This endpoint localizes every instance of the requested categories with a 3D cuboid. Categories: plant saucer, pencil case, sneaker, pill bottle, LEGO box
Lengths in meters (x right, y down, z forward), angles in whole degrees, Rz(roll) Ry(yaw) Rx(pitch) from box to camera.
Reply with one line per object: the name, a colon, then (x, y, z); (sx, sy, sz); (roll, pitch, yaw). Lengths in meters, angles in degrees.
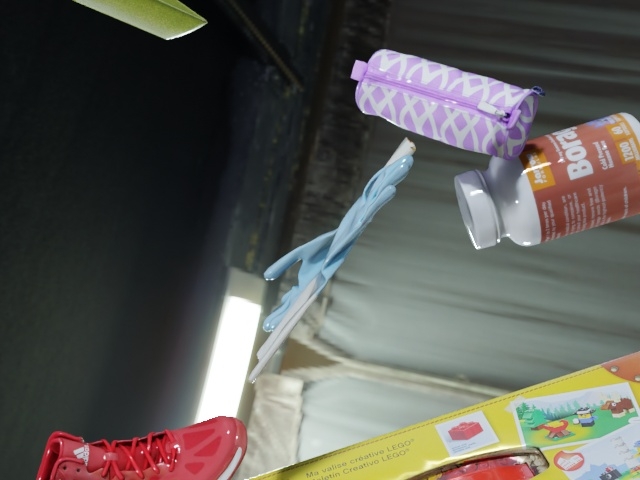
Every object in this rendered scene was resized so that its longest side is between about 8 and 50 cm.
plant saucer: (-0.260, -0.311, 1.304); (0.188, 0.188, 0.045); (18, -75, -36)
pencil case: (0.141, -0.153, 1.171); (0.088, 0.206, 0.086); (-4, -69, -62)
sneaker: (-0.188, 0.224, 1.032); (0.128, 0.221, 0.087); (49, -171, -37)
pill bottle: (0.273, -0.063, 1.220); (0.121, 0.216, 0.121); (-17, -90, -89)
LEGO box: (0.148, 0.368, 1.024); (0.193, 0.500, 0.373); (-117, 12, -56)

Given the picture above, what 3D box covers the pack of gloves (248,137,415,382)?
pack of gloves: (0.000, 0.000, 0.943); (0.232, 0.046, 0.195); (-53, 2, 10)
